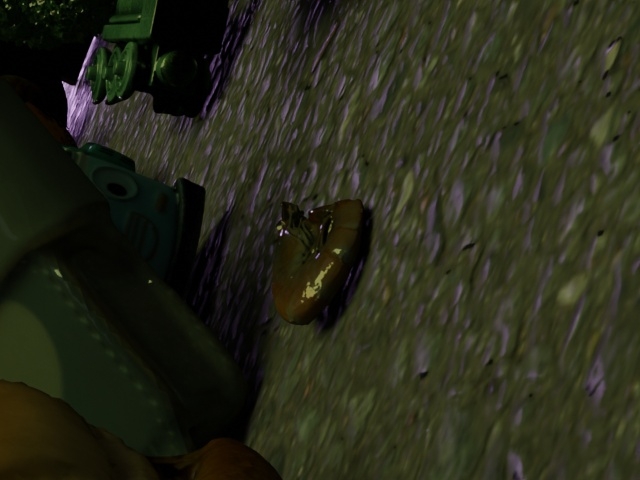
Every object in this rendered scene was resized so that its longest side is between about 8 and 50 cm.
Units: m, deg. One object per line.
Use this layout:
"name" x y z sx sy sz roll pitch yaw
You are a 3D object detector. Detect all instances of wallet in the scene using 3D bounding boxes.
"wallet" -0.199 0.035 1.014 0.083 0.360 0.252 -17 -30 -53

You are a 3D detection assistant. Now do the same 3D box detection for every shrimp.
"shrimp" 0.000 0.000 0.892 0.059 0.023 0.108 -50 19 20

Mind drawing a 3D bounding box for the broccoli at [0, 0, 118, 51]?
"broccoli" -0.185 -0.262 1.596 0.270 0.270 0.270 66 -140 -66

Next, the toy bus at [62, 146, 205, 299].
"toy bus" -0.189 0.060 1.173 0.271 0.165 0.133 -52 20 44

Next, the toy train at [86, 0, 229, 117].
"toy train" -0.111 -0.141 1.371 0.170 0.071 0.111 -164 87 -72

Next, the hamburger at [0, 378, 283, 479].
"hamburger" -0.120 0.209 0.710 0.290 0.170 0.314 121 163 -50

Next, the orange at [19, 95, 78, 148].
"orange" -0.307 -0.021 1.715 0.234 0.182 0.234 -41 35 36

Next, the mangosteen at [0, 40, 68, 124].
"mangosteen" -0.340 -0.112 1.915 0.265 0.228 0.228 29 96 48

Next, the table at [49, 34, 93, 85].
"table" -0.286 -0.294 2.006 0.169 0.193 0.172 -40 30 61

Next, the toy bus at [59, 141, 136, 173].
"toy bus" -0.170 -0.024 1.410 0.092 0.079 0.160 -66 13 -1
